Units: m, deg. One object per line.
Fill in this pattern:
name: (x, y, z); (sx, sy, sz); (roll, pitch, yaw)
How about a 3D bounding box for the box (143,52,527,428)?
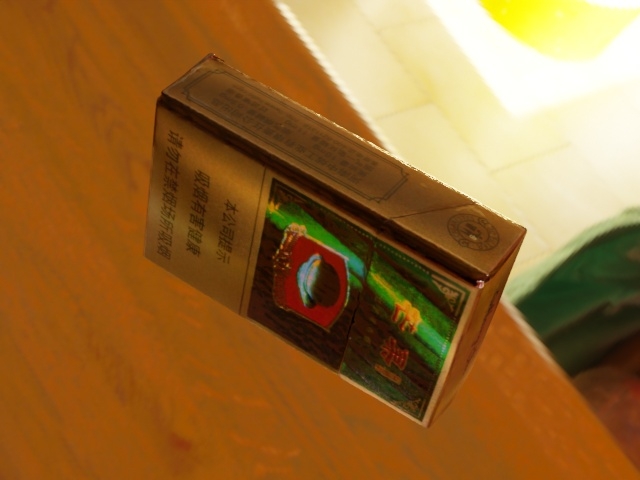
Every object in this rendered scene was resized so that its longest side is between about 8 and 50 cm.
box: (0.000, 0.000, 0.845); (0.240, 0.159, 0.071); (30, 47, 16)
